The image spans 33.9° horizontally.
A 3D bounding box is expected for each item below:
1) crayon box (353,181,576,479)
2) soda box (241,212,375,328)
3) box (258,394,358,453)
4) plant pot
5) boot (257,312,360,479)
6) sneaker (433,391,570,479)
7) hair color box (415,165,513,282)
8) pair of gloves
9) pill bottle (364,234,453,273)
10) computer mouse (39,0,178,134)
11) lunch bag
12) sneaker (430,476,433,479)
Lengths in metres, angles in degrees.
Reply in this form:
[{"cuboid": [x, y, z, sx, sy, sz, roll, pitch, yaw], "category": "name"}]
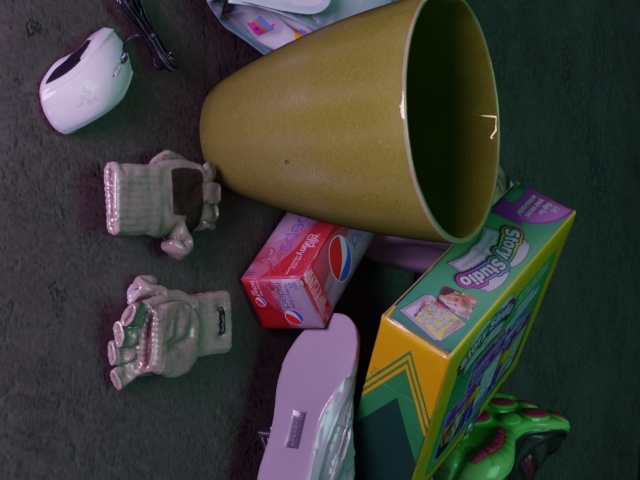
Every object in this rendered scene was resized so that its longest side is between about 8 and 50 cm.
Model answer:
[{"cuboid": [0.184, 0.139, 1.401, 0.363, 0.106, 0.313, -40, 150, -44], "category": "crayon box"}, {"cuboid": [0.000, 0.000, 1.360, 0.263, 0.092, 0.083, -58, 136, -46], "category": "soda box"}, {"cuboid": [0.000, 0.280, 1.397, 0.184, 0.045, 0.190, -45, 127, -49], "category": "box"}, {"cuboid": [0.020, -0.127, 1.196, 0.275, 0.294, 0.274, 8, 81, -61], "category": "plant pot"}, {"cuboid": [0.001, 0.227, 1.288, 0.123, 0.095, 0.258, 51, 54, -54], "category": "boot"}, {"cuboid": [0.295, 0.391, 1.836, 0.483, 0.185, 0.202, -7, 113, -58], "category": "sneaker"}, {"cuboid": [0.253, 0.033, 1.806, 0.185, 0.110, 0.338, 41, 52, -52], "category": "hair color box"}, {"cuboid": [-0.165, 0.025, 1.116, 0.204, 0.042, 0.240, -20, 108, -63], "category": "pair of gloves"}, {"cuboid": [0.161, -0.133, 1.563, 0.188, 0.188, 0.333, 35, 58, -55], "category": "pill bottle"}, {"cuboid": [-0.208, -0.172, 1.046, 0.193, 0.042, 0.106, -61, 140, -43], "category": "computer mouse"}, {"cuboid": [-0.023, -0.339, 1.277, 0.262, 0.160, 0.223, 23, 71, -47], "category": "lunch bag"}, {"cuboid": [0.142, 0.327, 1.592, 0.125, 0.104, 0.261, 7, 83, -63], "category": "sneaker"}]
